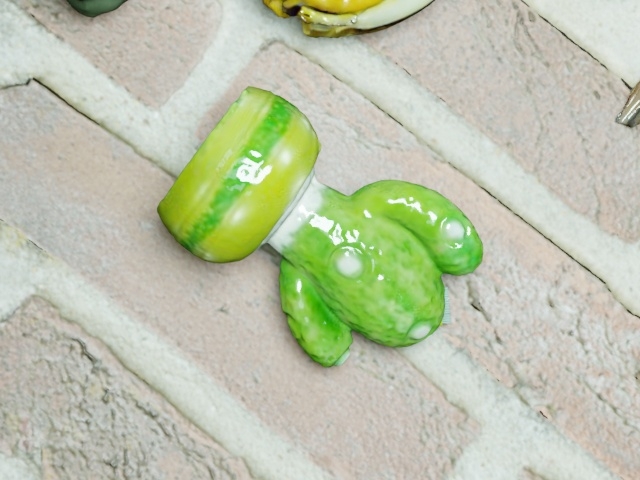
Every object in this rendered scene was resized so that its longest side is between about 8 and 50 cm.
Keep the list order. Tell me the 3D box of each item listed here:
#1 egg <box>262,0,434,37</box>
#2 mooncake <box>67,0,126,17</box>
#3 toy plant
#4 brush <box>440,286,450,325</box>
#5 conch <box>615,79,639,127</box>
[{"bbox_3d":[0.029,-0.370,1.103,0.264,0.174,0.286,-11,114,-4],"label":"egg"},{"bbox_3d":[-0.258,-0.322,1.092,0.104,0.175,0.168,-35,130,-6],"label":"mooncake"},{"bbox_3d":[0.000,0.000,1.087,0.316,0.184,0.224,35,100,-7],"label":"toy plant"},{"bbox_3d":[0.129,0.052,1.154,0.021,0.019,0.083,-9,88,-11],"label":"brush"},{"bbox_3d":[0.419,-0.220,1.142,0.080,0.086,0.232,11,105,-41],"label":"conch"}]
